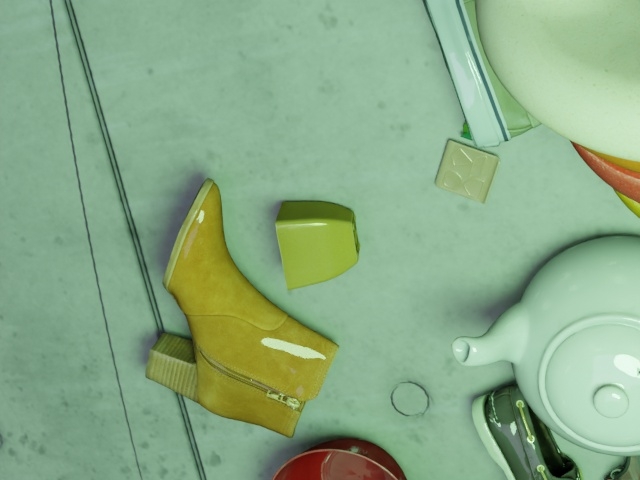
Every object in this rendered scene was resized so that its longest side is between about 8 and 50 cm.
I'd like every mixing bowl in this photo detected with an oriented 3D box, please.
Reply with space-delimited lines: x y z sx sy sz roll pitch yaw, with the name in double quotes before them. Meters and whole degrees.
"mixing bowl" 0.035 0.305 1.478 0.181 0.098 0.181 6 111 15

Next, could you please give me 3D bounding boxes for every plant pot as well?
"plant pot" 0.000 0.000 1.385 0.083 0.081 0.081 -8 108 7

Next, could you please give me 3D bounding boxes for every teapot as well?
"teapot" 0.313 0.128 1.278 0.256 0.187 0.252 -31 99 24

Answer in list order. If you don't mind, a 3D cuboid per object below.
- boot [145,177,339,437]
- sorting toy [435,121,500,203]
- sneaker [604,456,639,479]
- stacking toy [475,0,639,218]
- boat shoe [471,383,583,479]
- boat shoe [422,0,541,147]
"boot" -0.076 0.083 1.435 0.211 0.104 0.295 18 119 4
"sorting toy" 0.162 -0.086 1.337 0.062 0.012 0.083 22 118 13
"sneaker" 0.352 0.293 1.412 0.065 0.061 0.158 28 118 35
"stacking toy" 0.352 -0.116 1.089 0.350 0.350 0.480 -6 150 19
"boat shoe" 0.256 0.266 1.406 0.068 0.081 0.228 -28 98 28
"boat shoe" 0.153 -0.241 1.244 0.094 0.109 0.302 -19 113 6
